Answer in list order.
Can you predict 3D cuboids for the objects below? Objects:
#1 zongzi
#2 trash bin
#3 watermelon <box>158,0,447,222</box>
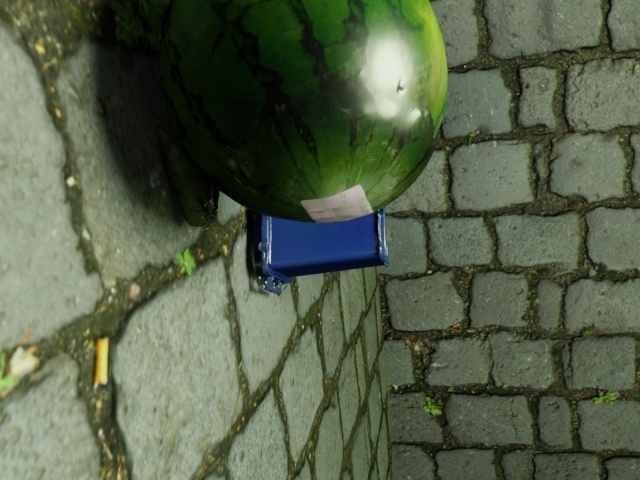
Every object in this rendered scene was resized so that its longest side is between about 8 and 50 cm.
[{"bbox_3d":[-0.174,-0.075,0.728,0.119,0.055,0.109,26,61,-62],"label":"zongzi"},{"bbox_3d":[0.000,0.000,1.032,0.162,0.234,0.184,39,49,-73],"label":"trash bin"},{"bbox_3d":[-0.020,-0.196,0.674,0.363,0.363,0.363,-3,90,-77],"label":"watermelon"}]
